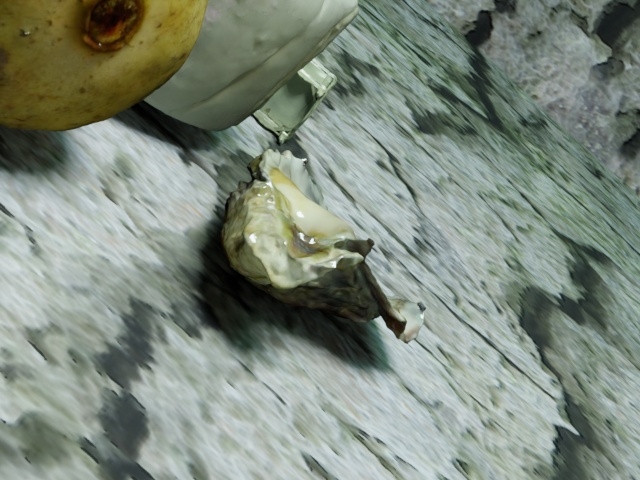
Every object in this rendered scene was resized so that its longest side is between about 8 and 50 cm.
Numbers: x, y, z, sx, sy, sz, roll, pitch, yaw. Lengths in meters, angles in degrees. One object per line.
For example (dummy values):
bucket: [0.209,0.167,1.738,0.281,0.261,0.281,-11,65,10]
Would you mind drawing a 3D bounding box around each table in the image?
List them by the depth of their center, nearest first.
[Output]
table: [-0.034,-0.159,1.574,0.062,0.079,0.083,40,21,-4]

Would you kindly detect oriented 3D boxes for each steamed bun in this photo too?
steamed bun: [-0.160,-0.277,1.298,0.383,0.247,0.236,44,13,-8]

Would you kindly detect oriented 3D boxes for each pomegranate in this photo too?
pomegranate: [-0.211,-0.216,1.057,0.281,0.281,0.281,38,19,-16]

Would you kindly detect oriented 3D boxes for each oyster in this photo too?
oyster: [-0.007,0.008,1.241,0.271,0.100,0.275,31,10,-39]
